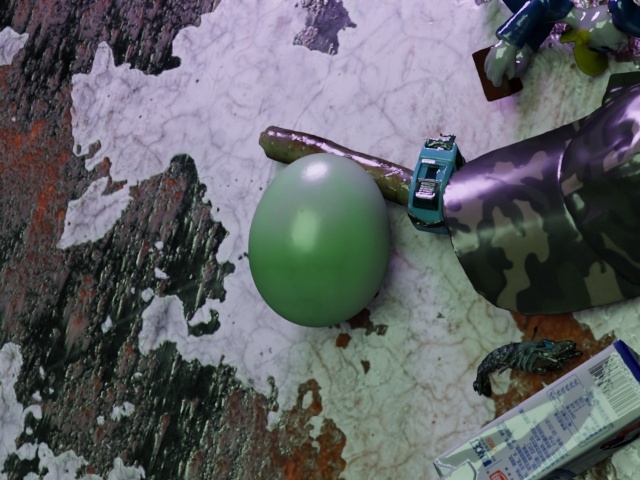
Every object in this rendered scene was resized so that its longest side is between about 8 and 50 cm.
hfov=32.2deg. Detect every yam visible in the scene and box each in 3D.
[{"bbox_3d":[0.033,-0.125,1.823,0.317,0.071,0.067,21,77,29],"label":"yam"}]

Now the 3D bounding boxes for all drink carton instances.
[{"bbox_3d":[0.320,0.272,1.523,0.315,0.130,0.106,-36,61,13],"label":"drink carton"}]

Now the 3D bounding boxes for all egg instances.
[{"bbox_3d":[0.000,0.000,1.711,0.220,0.220,0.269,14,96,30],"label":"egg"}]

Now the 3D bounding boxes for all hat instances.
[{"bbox_3d":[0.377,-0.073,1.536,0.382,0.257,0.366,-11,65,-15],"label":"hat"}]

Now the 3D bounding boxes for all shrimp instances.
[{"bbox_3d":[0.292,0.168,1.599,0.174,0.082,0.076,-24,70,27],"label":"shrimp"}]

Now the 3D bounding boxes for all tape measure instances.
[{"bbox_3d":[0.183,-0.075,1.698,0.081,0.125,0.146,10,65,20],"label":"tape measure"}]

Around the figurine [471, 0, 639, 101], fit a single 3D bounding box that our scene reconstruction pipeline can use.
[{"bbox_3d":[0.329,-0.338,1.662,0.338,0.204,0.283,19,95,25],"label":"figurine"}]
